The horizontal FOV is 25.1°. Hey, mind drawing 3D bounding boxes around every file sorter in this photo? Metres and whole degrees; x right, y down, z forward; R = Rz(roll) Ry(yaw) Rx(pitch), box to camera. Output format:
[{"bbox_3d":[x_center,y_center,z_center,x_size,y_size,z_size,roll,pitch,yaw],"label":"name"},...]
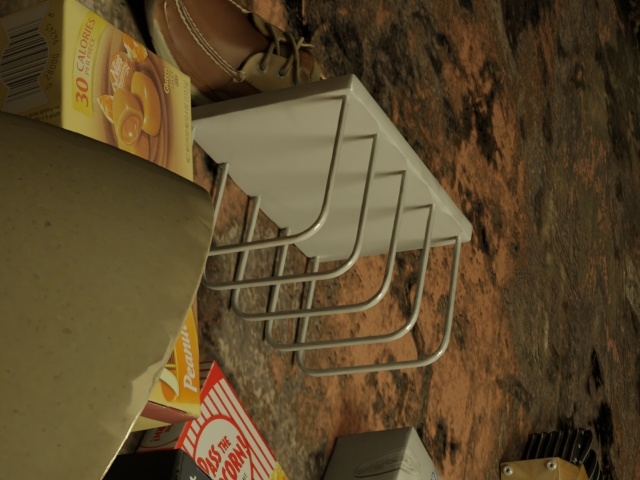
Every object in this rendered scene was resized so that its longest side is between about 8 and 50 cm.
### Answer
[{"bbox_3d":[0.000,0.000,1.419,0.278,0.193,0.173,46,45,-47],"label":"file sorter"}]

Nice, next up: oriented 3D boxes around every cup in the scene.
[{"bbox_3d":[-0.253,0.044,0.846,0.237,0.331,0.331,34,45,-17],"label":"cup"}]

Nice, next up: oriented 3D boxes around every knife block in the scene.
[{"bbox_3d":[0.341,0.396,2.034,0.242,0.088,0.276,32,53,-54],"label":"knife block"}]

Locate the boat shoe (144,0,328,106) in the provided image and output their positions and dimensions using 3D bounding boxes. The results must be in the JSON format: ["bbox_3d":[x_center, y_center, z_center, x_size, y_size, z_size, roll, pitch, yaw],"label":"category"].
[{"bbox_3d":[-0.057,-0.173,1.446,0.324,0.116,0.123,44,44,-48],"label":"boat shoe"}]

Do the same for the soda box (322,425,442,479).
[{"bbox_3d":[0.040,0.327,1.480,0.091,0.098,0.286,62,33,-30],"label":"soda box"}]

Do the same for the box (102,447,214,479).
[{"bbox_3d":[-0.155,0.237,1.021,0.153,0.207,0.108,52,38,-42],"label":"box"}]

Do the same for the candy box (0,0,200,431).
[{"bbox_3d":[-0.184,-0.017,1.169,0.183,0.087,0.316,30,52,-55],"label":"candy box"}]

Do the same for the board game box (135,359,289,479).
[{"bbox_3d":[-0.095,0.230,1.312,0.193,0.045,0.147,61,33,-31],"label":"board game box"}]
